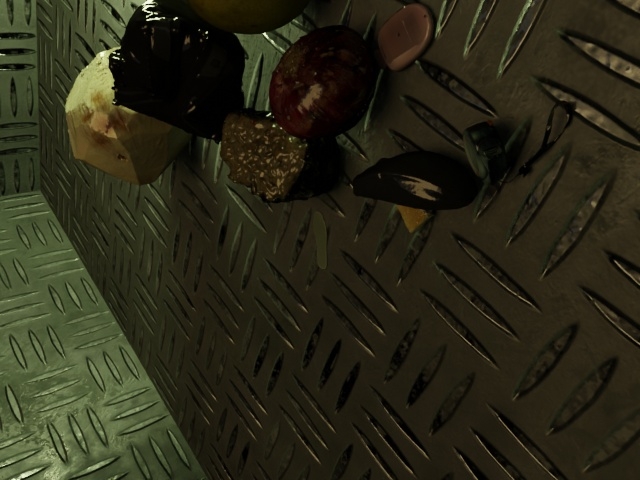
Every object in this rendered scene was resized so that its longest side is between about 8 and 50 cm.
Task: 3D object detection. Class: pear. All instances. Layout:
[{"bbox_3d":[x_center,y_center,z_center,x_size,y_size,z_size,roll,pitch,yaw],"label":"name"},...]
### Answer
[{"bbox_3d":[-0.151,-0.583,1.247,0.304,0.304,0.304,21,119,46],"label":"pear"}]

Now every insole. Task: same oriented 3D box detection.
[{"bbox_3d":[0.000,0.000,1.489,0.053,0.002,0.153,16,115,48],"label":"insole"}]

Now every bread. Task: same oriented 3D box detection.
[{"bbox_3d":[0.191,-0.063,1.202,0.083,0.035,0.070,62,141,26],"label":"bread"}]

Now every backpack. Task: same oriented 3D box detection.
[{"bbox_3d":[-0.351,-0.424,1.467,0.445,0.363,0.255,141,146,-67],"label":"backpack"}]

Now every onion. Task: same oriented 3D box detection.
[{"bbox_3d":[0.007,-0.324,1.214,0.246,0.190,0.246,-19,61,38],"label":"onion"}]

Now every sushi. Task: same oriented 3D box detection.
[{"bbox_3d":[-0.111,-0.210,1.419,0.350,0.170,0.211,32,124,40],"label":"sushi"}]

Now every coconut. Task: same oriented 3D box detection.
[{"bbox_3d":[-0.588,-0.371,1.821,0.415,0.344,0.416,17,112,49],"label":"coconut"}]

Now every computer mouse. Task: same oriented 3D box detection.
[{"bbox_3d":[0.174,-0.126,1.115,0.269,0.137,0.086,16,123,47],"label":"computer mouse"}]

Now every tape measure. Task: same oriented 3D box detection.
[{"bbox_3d":[0.331,-0.176,0.988,0.179,0.104,0.107,-31,50,19],"label":"tape measure"}]

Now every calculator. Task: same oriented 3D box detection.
[{"bbox_3d":[0.157,-0.390,1.137,0.166,0.024,0.103,-30,79,53],"label":"calculator"}]
